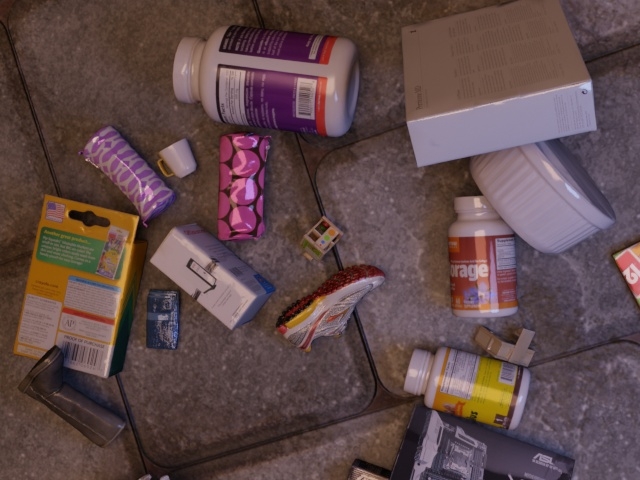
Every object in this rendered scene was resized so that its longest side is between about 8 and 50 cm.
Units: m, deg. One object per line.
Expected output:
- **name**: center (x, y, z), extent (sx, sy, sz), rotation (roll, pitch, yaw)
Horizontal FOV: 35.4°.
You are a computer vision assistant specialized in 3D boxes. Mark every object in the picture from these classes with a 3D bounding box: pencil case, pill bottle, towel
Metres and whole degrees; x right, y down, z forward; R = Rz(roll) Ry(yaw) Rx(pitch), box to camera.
- **pencil case**: center (-0.374, -0.129, 1.945), extent (0.088, 0.086, 0.206), rotation (-43, 84, -6)
- **pill bottle**: center (0.291, 0.027, 1.811), extent (0.121, 0.121, 0.216), rotation (-3, 91, 11)
- **pill bottle**: center (0.265, 0.263, 1.826), extent (0.215, 0.117, 0.117), rotation (14, 95, 10)
- **pill bottle**: center (-0.097, -0.296, 1.841), extent (0.323, 0.181, 0.181), rotation (9, 94, 10)
- **towel**: center (-0.311, 0.156, 1.973), extent (0.067, 0.029, 0.119), rotation (3, 93, 11)
- **pencil case**: center (-0.145, -0.102, 1.906), extent (0.098, 0.095, 0.209), rotation (2, 95, -5)

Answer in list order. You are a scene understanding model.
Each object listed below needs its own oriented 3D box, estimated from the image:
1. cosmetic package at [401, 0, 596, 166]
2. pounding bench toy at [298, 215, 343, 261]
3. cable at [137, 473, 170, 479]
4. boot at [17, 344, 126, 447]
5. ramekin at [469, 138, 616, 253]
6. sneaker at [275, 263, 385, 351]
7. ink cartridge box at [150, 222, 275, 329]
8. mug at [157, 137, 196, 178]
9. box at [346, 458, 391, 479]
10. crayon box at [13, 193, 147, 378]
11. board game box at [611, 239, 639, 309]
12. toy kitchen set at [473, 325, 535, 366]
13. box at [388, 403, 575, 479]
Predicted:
- **cosmetic package**: center (0.284, -0.280, 1.682), extent (0.284, 0.377, 0.097), rotation (-9, 123, 10)
- **pounding bench toy**: center (0.000, 0.000, 1.902), extent (0.052, 0.083, 0.065), rotation (42, 67, 4)
- **cable**: center (-0.331, 0.589, 1.916), extent (0.257, 0.089, 0.257), rotation (-32, 89, 9)
- **boot**: center (-0.467, 0.306, 1.929), extent (0.208, 0.076, 0.189), rotation (41, 142, -5)
- **ramekin**: center (0.372, -0.097, 1.727), extent (0.127, 0.273, 0.273), rotation (-42, 85, 20)
- **sneaker**: center (0.029, 0.125, 1.893), extent (0.225, 0.088, 0.093), rotation (-34, 106, 10)
- **ink cartridge box**: center (-0.200, 0.065, 1.889), extent (0.203, 0.148, 0.086), rotation (39, 100, 8)
- **mug**: center (-0.274, -0.155, 1.949), extent (0.062, 0.078, 0.064), rotation (-32, 96, -22)
- **box**: center (0.156, 0.559, 1.886), extent (0.270, 0.060, 0.216), rotation (19, 96, 9)
- **crayon box**: center (-0.465, 0.087, 1.972), extent (0.203, 0.083, 0.323), rotation (13, 95, 10)
- **board game box**: center (0.638, 0.113, 1.797), extent (0.124, 0.039, 0.259), rotation (-28, 90, 11)
- **toy kitchen set**: center (0.347, 0.180, 1.853), extent (0.083, 0.075, 0.068), rotation (18, 101, -31)
- **box**: center (0.275, 0.461, 1.802), extent (0.307, 0.076, 0.242), rotation (19, 67, 10)
